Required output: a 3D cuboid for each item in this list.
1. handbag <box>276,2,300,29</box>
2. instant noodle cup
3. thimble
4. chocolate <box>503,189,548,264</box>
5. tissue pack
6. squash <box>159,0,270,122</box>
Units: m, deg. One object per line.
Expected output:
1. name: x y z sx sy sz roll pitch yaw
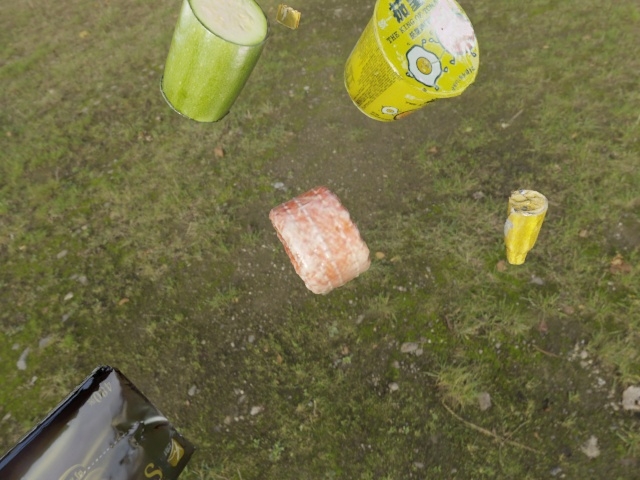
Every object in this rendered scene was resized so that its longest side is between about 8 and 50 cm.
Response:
1. handbag: -0.113 -0.792 1.492 0.083 0.061 0.027 30 45 11
2. instant noodle cup: 0.227 -0.492 1.164 0.326 0.325 0.254 -42 8 -24
3. thimble: 0.000 0.000 0.990 0.162 0.239 0.239 -29 48 -8
4. chocolate: 0.467 -0.016 0.977 0.086 0.219 0.085 -9 49 11
5. tissue pack: -0.363 0.364 0.516 0.198 0.210 0.370 -32 11 26
6. squash: -0.350 -0.583 1.360 0.263 0.384 0.262 15 59 -26
